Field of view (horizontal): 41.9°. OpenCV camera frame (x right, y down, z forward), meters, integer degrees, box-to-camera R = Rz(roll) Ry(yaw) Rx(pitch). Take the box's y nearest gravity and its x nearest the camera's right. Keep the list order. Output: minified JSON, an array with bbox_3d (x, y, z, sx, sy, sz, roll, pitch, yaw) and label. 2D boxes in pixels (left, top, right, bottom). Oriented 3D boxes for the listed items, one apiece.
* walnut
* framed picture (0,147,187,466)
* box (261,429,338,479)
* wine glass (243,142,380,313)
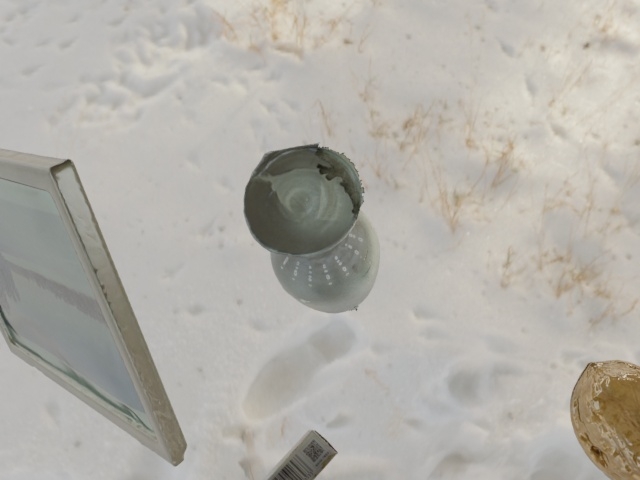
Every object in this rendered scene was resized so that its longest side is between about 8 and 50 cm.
[{"bbox_3d":[0.392,0.233,1.057,0.144,0.144,0.180,-31,71,-18],"label":"walnut"},{"bbox_3d":[-0.208,0.028,0.606,0.016,0.213,0.289,-32,29,-32],"label":"framed picture"},{"bbox_3d":[-0.065,0.283,0.864,0.041,0.050,0.207,43,74,4],"label":"box"},{"bbox_3d":[0.000,0.000,0.890,0.126,0.241,0.127,-3,70,10],"label":"wine glass"}]
